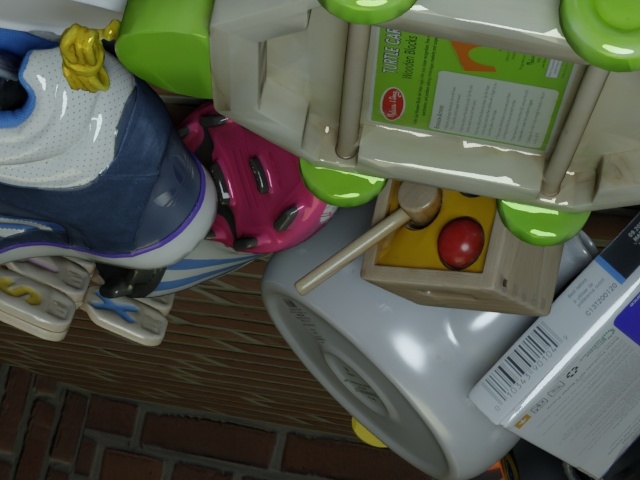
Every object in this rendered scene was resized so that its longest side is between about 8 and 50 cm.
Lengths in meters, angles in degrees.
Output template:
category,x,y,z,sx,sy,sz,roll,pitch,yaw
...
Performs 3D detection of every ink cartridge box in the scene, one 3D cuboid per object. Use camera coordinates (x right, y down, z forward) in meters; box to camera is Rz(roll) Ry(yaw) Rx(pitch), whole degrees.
category,x,y,z,sx,sy,sz,roll,pitch,yaw
ink cartridge box,0.222,0.070,1.285,0.045,0.206,0.208,46,-174,32

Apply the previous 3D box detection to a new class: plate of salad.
category,x,y,z,sx,sy,sz,roll,pitch,yaw
plate of salad,-0.162,-0.148,0.988,0.199,0.048,0.200,6,178,0

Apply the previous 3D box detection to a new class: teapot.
category,x,y,z,sx,sy,sz,roll,pitch,yaw
teapot,0.089,0.048,1.386,0.256,0.187,0.252,36,163,32

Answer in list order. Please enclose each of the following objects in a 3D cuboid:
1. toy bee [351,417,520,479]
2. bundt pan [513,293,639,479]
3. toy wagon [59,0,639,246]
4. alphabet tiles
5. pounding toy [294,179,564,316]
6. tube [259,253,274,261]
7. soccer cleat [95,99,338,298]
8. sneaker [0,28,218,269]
category,x,y,z,sx,sy,sz,roll,pitch,yaw
toy bee,0.119,0.169,1.537,0.195,0.298,0.162,4,148,25
bundt pan,0.281,0.185,1.638,0.124,0.331,0.331,-30,-168,-28
toy wagon,0.038,-0.089,0.929,0.344,0.068,0.267,11,161,2
alphabet tiles,-0.243,-0.009,1.439,0.278,0.021,0.284,24,-159,-6
pounding toy,0.078,-0.010,1.196,0.141,0.130,0.100,4,166,40
tube,0.000,0.000,1.558,0.240,0.062,0.070,17,-152,-45
soccer cleat,-0.057,-0.042,1.314,0.143,0.116,0.331,-21,179,-35
sneaker,-0.243,-0.078,1.174,0.322,0.130,0.236,5,155,29
